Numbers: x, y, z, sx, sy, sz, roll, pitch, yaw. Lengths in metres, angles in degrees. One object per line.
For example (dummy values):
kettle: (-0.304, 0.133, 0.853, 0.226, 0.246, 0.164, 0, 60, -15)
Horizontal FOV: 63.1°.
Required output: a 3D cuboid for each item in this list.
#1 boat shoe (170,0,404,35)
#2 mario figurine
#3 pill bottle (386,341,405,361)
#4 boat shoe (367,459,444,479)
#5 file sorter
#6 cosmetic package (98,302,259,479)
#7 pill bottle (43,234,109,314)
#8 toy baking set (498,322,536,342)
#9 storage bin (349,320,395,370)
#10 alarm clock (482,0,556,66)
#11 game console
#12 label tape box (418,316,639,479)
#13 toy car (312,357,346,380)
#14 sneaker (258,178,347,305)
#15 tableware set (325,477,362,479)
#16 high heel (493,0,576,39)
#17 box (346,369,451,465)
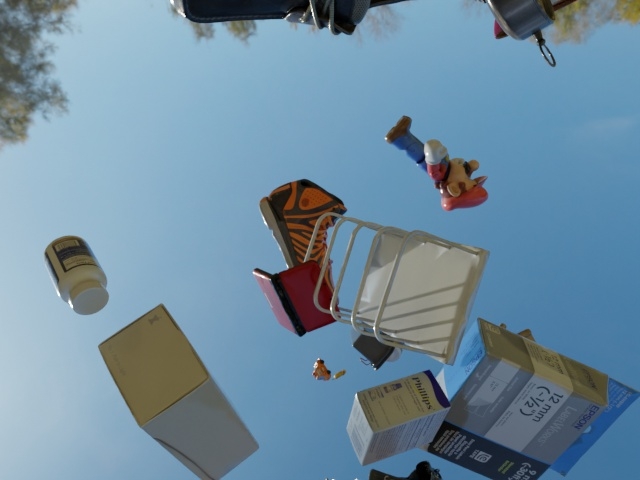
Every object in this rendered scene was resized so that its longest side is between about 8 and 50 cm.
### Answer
boat shoe: (0.014, -0.302, 0.560, 0.355, 0.132, 0.130, -22, -108, -11)
mario figurine: (0.335, -0.222, 1.399, 0.320, 0.170, 0.198, 41, -125, -5)
pill bottle: (0.221, 0.275, 1.576, 0.094, 0.094, 0.169, 13, -140, 20)
boat shoe: (0.261, 0.631, 1.349, 0.340, 0.127, 0.113, 8, -110, -21)
file sorter: (0.108, 0.066, 0.906, 0.173, 0.193, 0.277, 18, 180, -30)
cosmetic package: (-0.212, 0.258, 0.834, 0.113, 0.309, 0.160, -34, -126, -16)
pill bottle: (-0.349, 0.051, 0.750, 0.067, 0.067, 0.120, -26, -131, -25)
toy baking set: (0.435, 0.313, 1.171, 0.196, 0.030, 0.256, 39, -112, 15)
storage bin: (0.126, 0.272, 1.385, 0.091, 0.098, 0.135, 38, -172, -6)
alarm clock: (0.262, -0.312, 0.685, 0.064, 0.192, 0.129, -28, 179, 37)
game console: (-0.047, 0.103, 1.008, 0.085, 0.144, 0.124, -35, -154, -24)
label tape box: (0.380, 0.326, 0.953, 0.347, 0.249, 0.115, 25, -154, -3)
toy car: (0.012, 0.319, 1.287, 0.040, 0.122, 0.060, -21, -100, -29)
sneaker: (0.000, 0.000, 1.230, 0.180, 0.321, 0.124, -29, -178, 10)
tableware set: (0.045, 0.509, 0.949, 0.020, 0.168, 0.141, 8, -112, -23)
high heel: (0.482, -0.496, 1.090, 0.244, 0.082, 0.117, 4, -116, 44)
box: (0.123, 0.288, 0.845, 0.137, 0.126, 0.072, -11, -132, -18)
